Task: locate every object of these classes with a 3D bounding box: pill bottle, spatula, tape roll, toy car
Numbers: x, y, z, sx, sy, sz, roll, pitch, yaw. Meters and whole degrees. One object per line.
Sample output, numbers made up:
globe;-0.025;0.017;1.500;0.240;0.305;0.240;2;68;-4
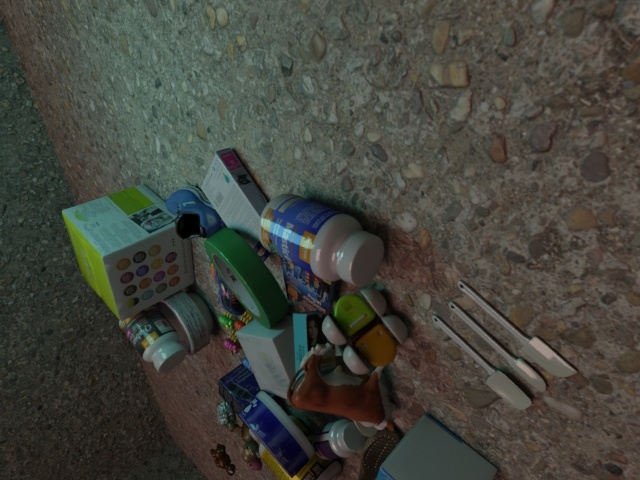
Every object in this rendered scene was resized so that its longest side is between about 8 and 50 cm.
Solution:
pill bottle;0.059;0.618;1.321;0.108;0.108;0.193;54;143;8
pill bottle;-0.100;0.766;1.535;0.333;0.187;0.188;36;137;28
pill bottle;0.000;0.000;0.946;0.272;0.152;0.153;24;130;39
spatula;0.328;0.201;0.812;0.242;0.019;0.168;43;141;21
pill bottle;-0.681;0.393;1.736;0.278;0.162;0.162;42;139;21
tape roll;-0.222;0.113;1.263;0.321;0.077;0.321;43;158;22
toy car;0.103;0.208;0.995;0.182;0.159;0.136;52;179;10

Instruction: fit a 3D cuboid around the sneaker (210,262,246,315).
sneaker;-0.309;0.165;1.472;0.087;0.083;0.221;-3;114;44

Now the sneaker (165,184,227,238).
sneaker;-0.426;-0.088;1.382;0.329;0.147;0.130;20;127;42

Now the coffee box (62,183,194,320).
coffee box;-0.741;0.036;1.669;0.338;0.334;0.338;35;136;29

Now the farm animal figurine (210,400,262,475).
farm animal figurine;-0.264;0.804;1.734;0.172;0.330;0.327;-6;81;53

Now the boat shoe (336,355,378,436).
boat shoe;0.087;0.435;1.190;0.228;0.079;0.081;62;169;16

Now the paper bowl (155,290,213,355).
paper bowl;-0.569;0.337;1.825;0.284;0.148;0.285;27;131;35

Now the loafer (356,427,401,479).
loafer;0.162;0.623;1.221;0.101;0.092;0.269;19;116;7

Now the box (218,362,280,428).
box;-0.277;0.596;1.658;0.207;0.153;0.108;37;137;26

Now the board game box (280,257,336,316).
board game box;-0.031;0.103;1.126;0.194;0.060;0.194;34;137;30

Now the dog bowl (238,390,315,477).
dog bowl;-0.142;0.619;1.365;0.265;0.104;0.265;39;154;24

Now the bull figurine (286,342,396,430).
bull figurine;0.074;0.368;1.063;0.101;0.310;0.189;177;107;-70

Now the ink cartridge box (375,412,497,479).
ink cartridge box;0.253;0.610;1.019;0.198;0.197;0.270;33;135;30

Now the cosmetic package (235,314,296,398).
cosmetic package;-0.125;0.361;1.341;0.224;0.138;0.225;-7;106;51

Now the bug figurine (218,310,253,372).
bug figurine;-0.307;0.382;1.616;0.216;0.072;0.279;23;130;39

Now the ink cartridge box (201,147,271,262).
ink cartridge box;-0.220;-0.085;1.216;0.311;0.065;0.186;57;143;8

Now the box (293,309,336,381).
box;-0.012;0.314;1.138;0.060;0.100;0.245;-8;84;49
